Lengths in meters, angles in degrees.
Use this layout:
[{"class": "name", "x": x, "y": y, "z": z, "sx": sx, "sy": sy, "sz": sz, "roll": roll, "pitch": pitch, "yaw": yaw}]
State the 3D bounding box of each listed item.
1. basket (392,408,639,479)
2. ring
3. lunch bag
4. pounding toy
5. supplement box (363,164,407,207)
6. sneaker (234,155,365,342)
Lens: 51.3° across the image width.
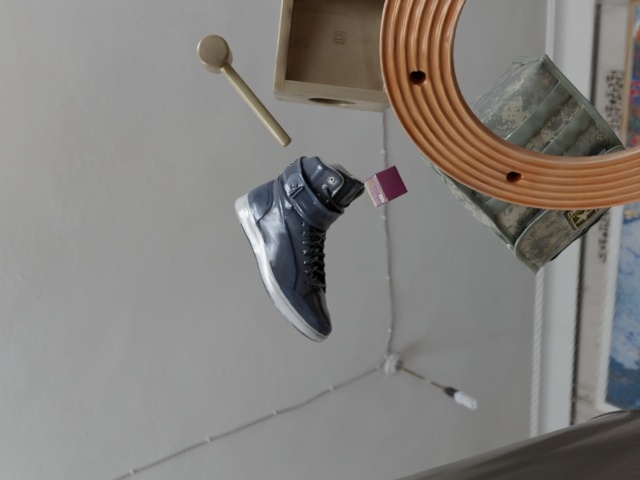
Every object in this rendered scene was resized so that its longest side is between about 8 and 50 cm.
[{"class": "basket", "x": 0.128, "y": 0.213, "z": 0.436, "sx": 0.227, "sy": 0.154, "sz": 0.204, "roll": 2, "pitch": -54, "yaw": -31}, {"class": "ring", "x": 0.216, "y": -0.157, "z": 0.527, "sx": 0.336, "sy": 0.336, "sz": 0.032, "roll": 54, "pitch": -146, "yaw": -34}, {"class": "lunch bag", "x": 0.342, "y": -0.109, "z": 1.059, "sx": 0.287, "sy": 0.169, "sz": 0.235, "roll": 43, "pitch": -81, "yaw": -13}, {"class": "pounding toy", "x": -0.024, "y": -0.188, "z": 0.714, "sx": 0.206, "sy": 0.094, "sz": 0.181, "roll": 6, "pitch": -85, "yaw": -4}, {"class": "supplement box", "x": 0.114, "y": -0.095, "z": 1.182, "sx": 0.043, "sy": 0.083, "sz": 0.055, "roll": -25, "pitch": -89, "yaw": -11}, {"class": "sneaker", "x": -0.001, "y": -0.001, "z": 0.844, "sx": 0.163, "sy": 0.226, "sz": 0.086, "roll": -32, "pitch": -18, "yaw": 18}]
